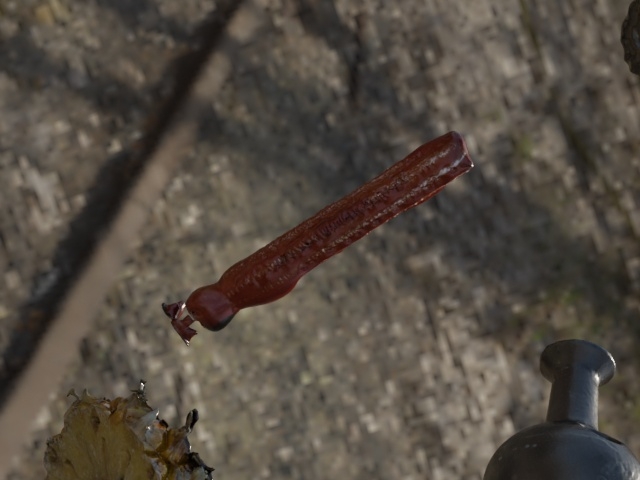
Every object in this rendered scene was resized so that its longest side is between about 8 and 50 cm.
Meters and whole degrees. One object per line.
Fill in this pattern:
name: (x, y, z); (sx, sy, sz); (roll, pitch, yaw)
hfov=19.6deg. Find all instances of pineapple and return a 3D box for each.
pineapple: (-0.138, 0.201, 1.330); (0.047, 0.221, 0.221); (-12, 84, -41)

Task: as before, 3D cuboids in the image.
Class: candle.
candle: (0.000, 0.000, 1.737); (0.051, 0.329, 0.048); (54, 9, -27)

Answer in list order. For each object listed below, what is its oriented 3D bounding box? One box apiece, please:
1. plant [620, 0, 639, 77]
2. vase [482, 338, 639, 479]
plant: (0.374, -0.189, 1.684); (0.194, 0.132, 0.129); (-8, 53, -41)
vase: (0.182, 0.153, 1.361); (0.120, 0.120, 0.183); (56, 31, -35)
